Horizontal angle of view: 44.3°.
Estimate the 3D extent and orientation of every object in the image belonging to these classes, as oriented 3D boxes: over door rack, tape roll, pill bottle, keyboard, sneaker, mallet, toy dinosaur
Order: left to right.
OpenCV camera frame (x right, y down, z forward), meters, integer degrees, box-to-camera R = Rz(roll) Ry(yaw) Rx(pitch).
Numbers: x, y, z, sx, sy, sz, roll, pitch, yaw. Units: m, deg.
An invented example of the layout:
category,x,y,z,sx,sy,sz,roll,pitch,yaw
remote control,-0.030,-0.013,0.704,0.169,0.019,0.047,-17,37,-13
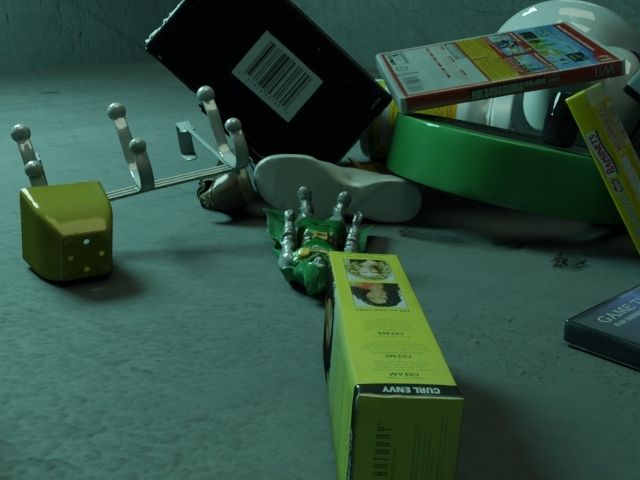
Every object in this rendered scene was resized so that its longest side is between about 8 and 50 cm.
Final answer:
category,x,y,z,sx,sy,sz,roll,pitch,yaw
over door rack,-0.247,-0.116,0.971,0.240,0.108,0.324,-15,14,-18
sneaker,-0.134,-0.079,1.048,0.071,0.066,0.188,-20,12,-7
keyboard,-0.096,-0.114,1.100,0.192,0.038,0.100,43,6,15
sneaker,0.020,-0.066,1.012,0.212,0.080,0.094,11,14,-3
toy dinosaur,0.081,-0.089,1.097,0.212,0.064,0.112,15,21,37
pill bottle,0.198,-0.200,1.337,0.246,0.136,0.136,6,18,15
tape roll,0.249,-0.100,1.027,0.321,0.077,0.321,10,13,-2
mallet,0.300,-0.148,0.962,0.039,0.062,0.190,16,13,17
pill bottle,0.467,-0.197,1.193,0.302,0.169,0.169,10,13,-23

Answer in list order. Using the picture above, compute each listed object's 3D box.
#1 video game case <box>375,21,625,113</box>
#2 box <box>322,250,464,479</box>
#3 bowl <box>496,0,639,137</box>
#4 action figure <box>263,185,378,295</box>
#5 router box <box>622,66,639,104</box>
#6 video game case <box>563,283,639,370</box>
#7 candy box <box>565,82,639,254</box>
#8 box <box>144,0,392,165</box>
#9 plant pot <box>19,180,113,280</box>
category,x,y,z,sx,sy,sz,roll,pitch,yaw
video game case,0.229,-0.237,1.059,0.285,0.025,0.204,-10,29,0
box,0.036,0.082,0.506,0.058,0.087,0.232,2,16,-4
bowl,0.411,-0.251,1.359,0.298,0.297,0.134,10,43,27
action figure,0.000,0.000,0.816,0.137,0.063,0.232,4,21,-1
router box,0.523,-0.127,0.955,0.309,0.081,0.243,44,30,10
video game case,0.362,0.087,0.611,0.196,0.026,0.274,-15,22,-41
candy box,0.325,-0.067,0.836,0.027,0.205,0.105,-25,1,34
box,-0.083,-0.254,1.164,0.296,0.182,0.294,40,4,-16
plant pot,-0.243,-0.002,0.775,0.081,0.081,0.083,-10,32,-32
